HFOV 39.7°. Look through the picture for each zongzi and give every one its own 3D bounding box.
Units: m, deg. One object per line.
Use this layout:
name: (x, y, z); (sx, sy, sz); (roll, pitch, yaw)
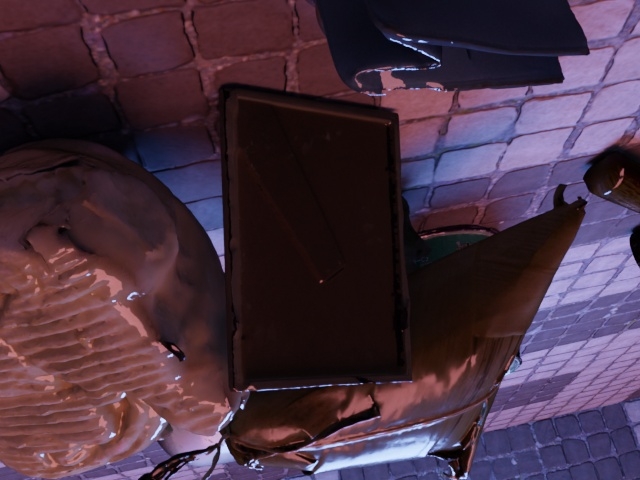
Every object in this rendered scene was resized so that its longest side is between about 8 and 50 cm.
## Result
zongzi: (0.034, 0.107, 0.955); (0.447, 0.181, 0.418); (0, 132, -29)

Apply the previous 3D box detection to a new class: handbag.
handbag: (0.060, -0.189, 0.509); (0.144, 0.221, 0.057); (-6, 157, -21)

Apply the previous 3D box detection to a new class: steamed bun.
steamed bun: (-0.224, 0.046, 0.859); (0.346, 0.237, 0.394); (17, 135, -11)

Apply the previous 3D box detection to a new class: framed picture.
framed picture: (0.000, 0.000, 0.847); (0.209, 0.281, 0.019); (5, 169, -33)

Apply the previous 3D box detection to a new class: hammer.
hammer: (0.498, -0.042, 1.263); (0.408, 0.095, 0.242); (13, 146, -43)

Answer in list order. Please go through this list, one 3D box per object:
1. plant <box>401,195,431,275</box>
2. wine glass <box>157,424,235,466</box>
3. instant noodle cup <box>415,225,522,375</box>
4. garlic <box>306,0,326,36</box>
plant: (0.057, 0.041, 1.138); (0.131, 0.142, 0.203); (12, 135, -31)
wine glass: (-0.211, 0.221, 1.299); (0.323, 0.238, 0.238); (5, 153, -15)
instant noodle cup: (0.180, 0.118, 1.317); (0.251, 0.190, 0.251); (-11, 157, -5)
garlic: (0.049, -0.185, 0.663); (0.131, 0.127, 0.194); (31, 172, 2)
